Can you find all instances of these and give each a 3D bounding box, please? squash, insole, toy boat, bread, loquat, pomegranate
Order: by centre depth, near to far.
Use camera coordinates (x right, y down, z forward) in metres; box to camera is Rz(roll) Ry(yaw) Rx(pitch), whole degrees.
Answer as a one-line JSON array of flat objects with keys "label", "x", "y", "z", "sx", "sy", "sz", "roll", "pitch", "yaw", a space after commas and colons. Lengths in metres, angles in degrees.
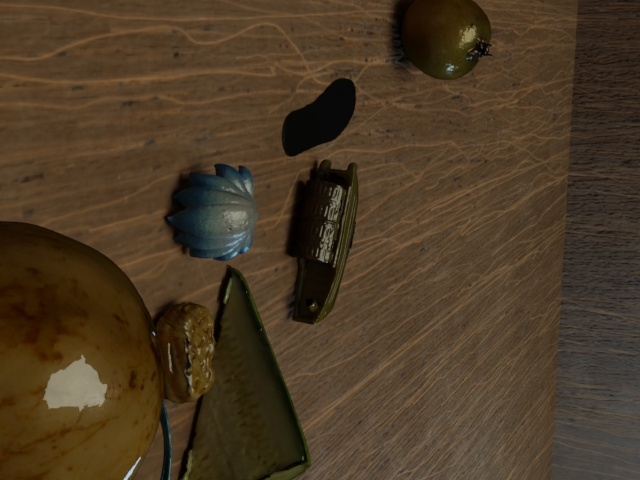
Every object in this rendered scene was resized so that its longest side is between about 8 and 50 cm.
[{"label": "pomegranate", "x": -0.225, "y": 0.100, "z": 0.710, "sx": 0.248, "sy": 0.248, "sz": 0.248, "roll": 6, "pitch": 90, "yaw": -65}, {"label": "bread", "x": -0.144, "y": 0.121, "z": 1.094, "sx": 0.083, "sy": 0.044, "sz": 0.110, "roll": -18, "pitch": 109, "yaw": -65}, {"label": "squash", "x": -0.115, "y": 0.178, "z": 1.200, "sx": 0.252, "sy": 0.169, "sz": 0.093, "roll": 68, "pitch": 13, "yaw": 22}, {"label": "toy boat", "x": 0.000, "y": 0.000, "z": 1.358, "sx": 0.088, "sy": 0.068, "sz": 0.226, "roll": 24, "pitch": 76, "yaw": -59}, {"label": "insole", "x": 0.002, "y": -0.167, "z": 1.391, "sx": 0.232, "sy": 0.003, "sz": 0.080, "roll": -41, "pitch": 132, "yaw": -55}, {"label": "loquat", "x": 0.200, "y": -0.327, "z": 1.618, "sx": 0.137, "sy": 0.163, "sz": 0.163, "roll": -54, "pitch": 156, "yaw": 9}]

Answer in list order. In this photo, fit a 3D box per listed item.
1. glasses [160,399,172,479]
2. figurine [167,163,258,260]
[{"label": "glasses", "x": -0.214, "y": 0.224, "z": 0.980, "sx": 0.189, "sy": 0.088, "sz": 0.220, "roll": 48, "pitch": 33, "yaw": -57}, {"label": "figurine", "x": -0.119, "y": -0.027, "z": 1.098, "sx": 0.114, "sy": 0.079, "sz": 0.114, "roll": -13, "pitch": 118, "yaw": -26}]
